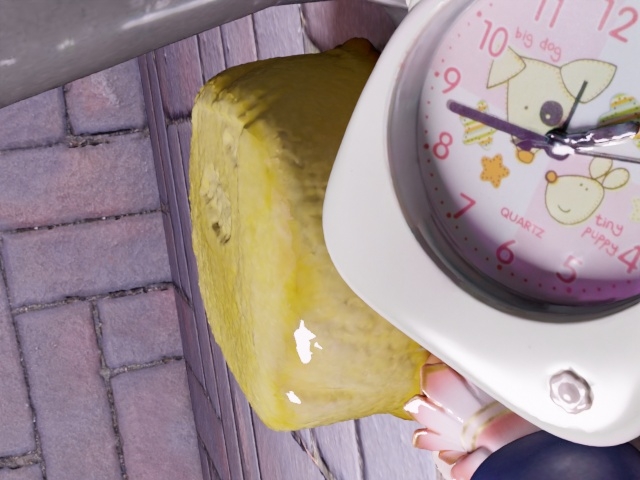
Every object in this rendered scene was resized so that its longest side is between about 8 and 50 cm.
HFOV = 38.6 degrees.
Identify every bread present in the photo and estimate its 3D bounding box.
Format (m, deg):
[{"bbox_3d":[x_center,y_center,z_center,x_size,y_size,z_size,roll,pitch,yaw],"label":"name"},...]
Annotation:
[{"bbox_3d":[0.000,0.000,0.633,0.270,0.148,0.269,170,90,-71],"label":"bread"}]

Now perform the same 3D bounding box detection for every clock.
[{"bbox_3d":[0.089,-0.036,0.321,0.151,0.062,0.190,36,123,27],"label":"clock"}]

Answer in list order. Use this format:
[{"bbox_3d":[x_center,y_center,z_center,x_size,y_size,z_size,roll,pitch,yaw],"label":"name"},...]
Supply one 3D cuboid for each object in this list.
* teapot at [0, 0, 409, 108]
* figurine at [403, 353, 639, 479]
[{"bbox_3d":[-0.098,-0.221,0.467,0.253,0.344,0.300,-126,30,-58],"label":"teapot"},{"bbox_3d":[0.094,0.117,0.417,0.102,0.112,0.195,65,175,-32],"label":"figurine"}]
